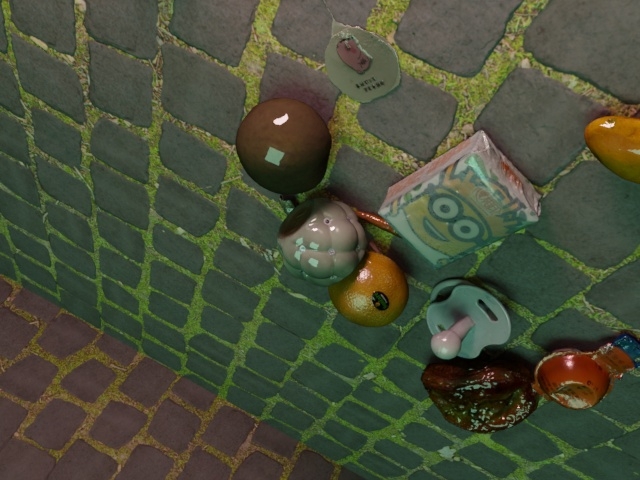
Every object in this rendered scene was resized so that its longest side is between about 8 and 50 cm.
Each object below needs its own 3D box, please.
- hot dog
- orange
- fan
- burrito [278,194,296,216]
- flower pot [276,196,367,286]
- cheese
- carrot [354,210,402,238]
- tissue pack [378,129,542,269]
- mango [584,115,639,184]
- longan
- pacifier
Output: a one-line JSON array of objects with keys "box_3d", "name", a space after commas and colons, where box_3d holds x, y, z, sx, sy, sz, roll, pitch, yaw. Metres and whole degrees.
[{"box_3d": [0.509, 0.494, 1.689, 0.388, 0.174, 0.267, -16, 120, 42], "name": "hot dog"}, {"box_3d": [0.138, 0.141, 1.511, 0.236, 0.236, 0.236, 17, 138, 15], "name": "orange"}, {"box_3d": [0.051, -0.436, 1.120, 0.182, 0.010, 0.310, -14, 124, 40], "name": "fan"}, {"box_3d": [-0.075, -0.063, 1.557, 0.051, 0.042, 0.171, 28, 147, 53], "name": "burrito"}, {"box_3d": [0.000, 0.000, 1.428, 0.246, 0.246, 0.195, -21, 128, 43], "name": "flower pot"}, {"box_3d": [0.748, 0.369, 1.456, 0.217, 0.129, 0.329, 39, 128, -6], "name": "cheese"}, {"box_3d": [0.185, -0.044, 1.428, 0.216, 0.048, 0.048, 20, 139, 19], "name": "carrot"}, {"box_3d": [0.324, -0.084, 1.236, 0.228, 0.128, 0.311, 42, 137, -14], "name": "tissue pack"}, {"box_3d": [0.615, -0.172, 0.984, 0.227, 0.109, 0.147, 27, 164, 3], "name": "mango"}, {"box_3d": [-0.081, -0.223, 1.264, 0.248, 0.248, 0.248, 17, 138, 15], "name": "longan"}, {"box_3d": [0.385, 0.244, 1.471, 0.238, 0.226, 0.287, 51, 138, 4], "name": "pacifier"}]
